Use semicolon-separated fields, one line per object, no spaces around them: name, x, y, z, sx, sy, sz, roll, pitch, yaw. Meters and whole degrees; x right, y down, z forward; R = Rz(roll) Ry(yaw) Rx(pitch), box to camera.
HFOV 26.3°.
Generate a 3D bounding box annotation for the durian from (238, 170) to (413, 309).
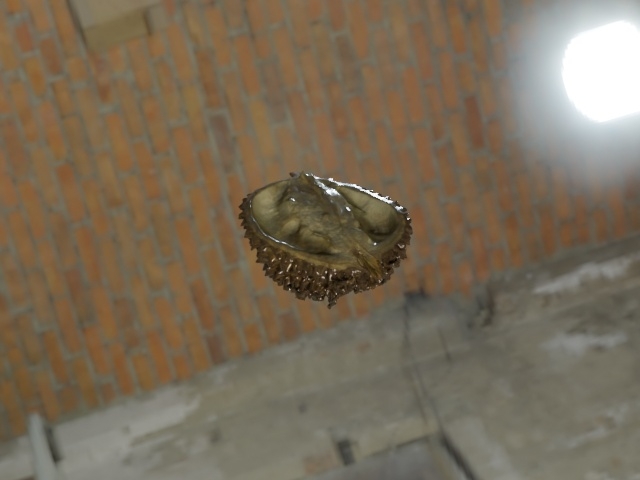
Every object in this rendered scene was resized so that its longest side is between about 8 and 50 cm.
durian;0.000;0.000;1.225;0.188;0.148;0.091;-115;-160;-47
